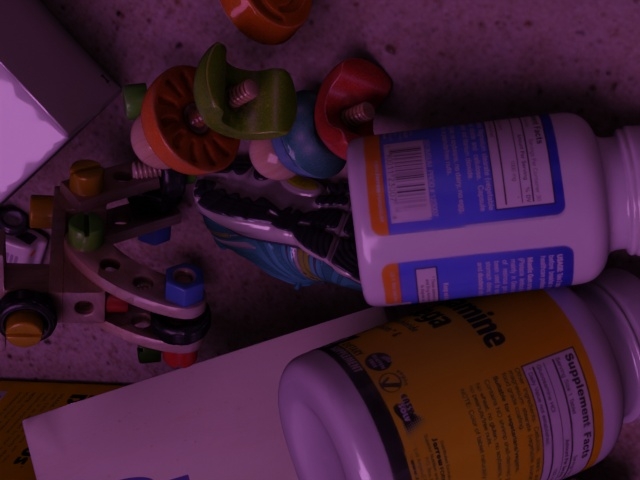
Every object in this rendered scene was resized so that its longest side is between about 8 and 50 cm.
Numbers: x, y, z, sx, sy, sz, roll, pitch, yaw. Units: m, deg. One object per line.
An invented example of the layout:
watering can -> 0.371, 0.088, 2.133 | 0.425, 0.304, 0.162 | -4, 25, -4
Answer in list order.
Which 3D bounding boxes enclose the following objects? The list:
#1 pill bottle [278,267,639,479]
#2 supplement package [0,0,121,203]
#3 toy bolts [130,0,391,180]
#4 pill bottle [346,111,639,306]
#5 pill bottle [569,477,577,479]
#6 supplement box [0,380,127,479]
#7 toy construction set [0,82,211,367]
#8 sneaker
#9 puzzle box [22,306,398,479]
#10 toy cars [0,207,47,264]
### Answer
pill bottle -> 0.146, 0.141, 1.398 | 0.188, 0.334, 0.188 | 52, 152, 42
supplement package -> -0.380, -0.104, 1.579 | 0.293, 0.177, 0.175 | -39, 99, 21
toy bolts -> -0.060, -0.142, 1.454 | 0.229, 0.218, 0.158 | 23, 150, -36
pill bottle -> 0.165, -0.030, 1.352 | 0.272, 0.152, 0.152 | -6, 123, 3
pill bottle -> 0.120, 0.286, 1.616 | 0.361, 0.204, 0.204 | 19, 130, 18
supplement box -> -0.315, 0.303, 1.882 | 0.357, 0.195, 0.194 | -1, 122, 30
toy construction set -> -0.246, 0.030, 1.577 | 0.237, 0.257, 0.309 | -6, 157, -10
sneaker -> 0.000, 0.000, 1.564 | 0.275, 0.107, 0.110 | 21, 146, 24
puzzle box -> -0.082, 0.249, 1.548 | 0.409, 0.052, 0.272 | -18, 81, 15
toy cars -> -0.462, -0.088, 1.753 | 0.176, 0.087, 0.393 | -13, 115, 36
